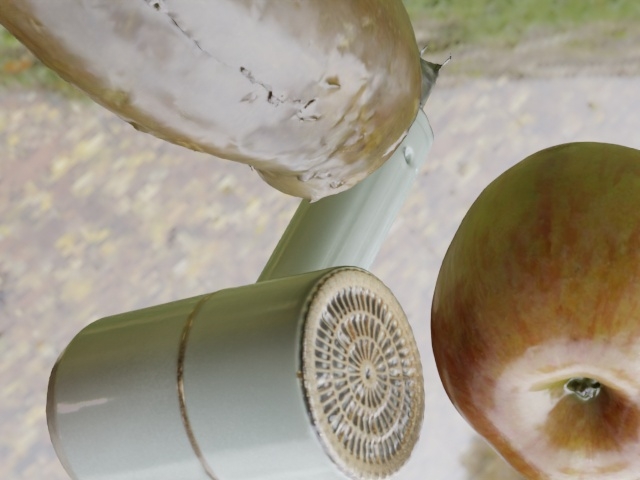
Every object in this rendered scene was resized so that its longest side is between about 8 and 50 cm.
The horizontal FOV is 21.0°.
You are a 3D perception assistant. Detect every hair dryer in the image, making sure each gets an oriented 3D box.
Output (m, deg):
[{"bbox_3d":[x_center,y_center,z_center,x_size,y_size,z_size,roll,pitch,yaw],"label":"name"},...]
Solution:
[{"bbox_3d":[0.000,0.000,0.952,0.173,0.107,0.357,-11,-147,34],"label":"hair dryer"}]

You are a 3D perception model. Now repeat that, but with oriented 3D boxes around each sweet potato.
[{"bbox_3d":[-0.068,-0.115,0.471,0.085,0.286,0.112,-11,-142,41],"label":"sweet potato"}]

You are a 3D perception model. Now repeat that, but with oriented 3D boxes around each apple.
[{"bbox_3d":[0.098,0.029,0.630,0.126,0.126,0.102,-62,176,40],"label":"apple"}]
